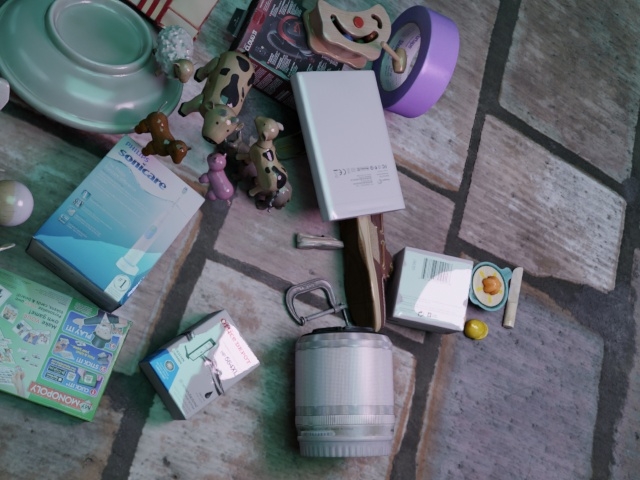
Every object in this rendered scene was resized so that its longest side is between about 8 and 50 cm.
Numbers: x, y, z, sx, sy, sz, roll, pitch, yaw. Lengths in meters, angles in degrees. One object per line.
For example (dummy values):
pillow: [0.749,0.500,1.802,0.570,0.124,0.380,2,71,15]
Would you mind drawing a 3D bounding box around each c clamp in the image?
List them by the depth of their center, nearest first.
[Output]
c clamp: [-0.007,0.159,1.753,0.161,0.022,0.137,-9,82,-32]

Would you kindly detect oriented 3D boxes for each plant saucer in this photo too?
plant saucer: [-0.465,-0.405,1.521,0.400,0.100,0.400,17,52,-23]

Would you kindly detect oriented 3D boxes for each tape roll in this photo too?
tape roll: [0.239,-0.462,1.902,0.090,0.275,0.274,15,70,-25]

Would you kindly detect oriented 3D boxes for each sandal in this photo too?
sandal: [-0.044,-0.247,1.818,0.180,0.049,0.072,-24,90,-32]

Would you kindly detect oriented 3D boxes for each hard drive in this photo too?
hard drive: [0.068,-0.231,1.759,0.233,0.047,0.353,-10,86,-34]

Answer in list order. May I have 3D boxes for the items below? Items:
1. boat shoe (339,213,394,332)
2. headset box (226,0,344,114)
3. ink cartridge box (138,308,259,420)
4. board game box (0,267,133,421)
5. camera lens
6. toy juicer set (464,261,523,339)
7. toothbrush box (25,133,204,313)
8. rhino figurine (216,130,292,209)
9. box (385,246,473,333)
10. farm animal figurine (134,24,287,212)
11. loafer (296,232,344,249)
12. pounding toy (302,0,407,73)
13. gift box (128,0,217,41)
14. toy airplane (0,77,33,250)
boat shoe: [0.132,0.059,1.805,0.123,0.123,0.342,0,71,-28]
headset box: [-0.092,-0.471,1.811,0.293,0.110,0.218,28,65,-22]
ink cartridge box: [-0.254,0.260,1.549,0.203,0.086,0.148,-35,96,-31]
board game box: [-0.554,0.197,1.418,0.317,0.046,0.213,27,66,-22]
camera lens: [0.053,0.335,1.626,0.219,0.219,0.274,7,74,-28]
toy juicer set: [0.454,0.161,1.976,0.329,0.089,0.209,4,75,-29]
toothbrush box: [-0.417,-0.034,1.507,0.216,0.126,0.295,40,62,-14]
rhino figurine: [-0.158,-0.167,1.699,0.243,0.106,0.073,48,59,-11]
box: [0.265,0.127,1.821,0.181,0.119,0.182,12,77,-5]
farm animal figurine: [-0.194,-0.252,1.513,0.330,0.172,0.326,16,71,-40]
loafer: [0.000,0.000,1.787,0.125,0.045,0.039,2,70,-27]
pounding toy: [0.106,-0.519,1.783,0.269,0.155,0.154,15,74,-27]
gift box: [-0.323,-0.600,1.602,0.255,0.258,0.276,37,29,-13]
toy airplane: [-0.623,-0.118,1.271,0.272,0.384,0.386,23,66,-37]
